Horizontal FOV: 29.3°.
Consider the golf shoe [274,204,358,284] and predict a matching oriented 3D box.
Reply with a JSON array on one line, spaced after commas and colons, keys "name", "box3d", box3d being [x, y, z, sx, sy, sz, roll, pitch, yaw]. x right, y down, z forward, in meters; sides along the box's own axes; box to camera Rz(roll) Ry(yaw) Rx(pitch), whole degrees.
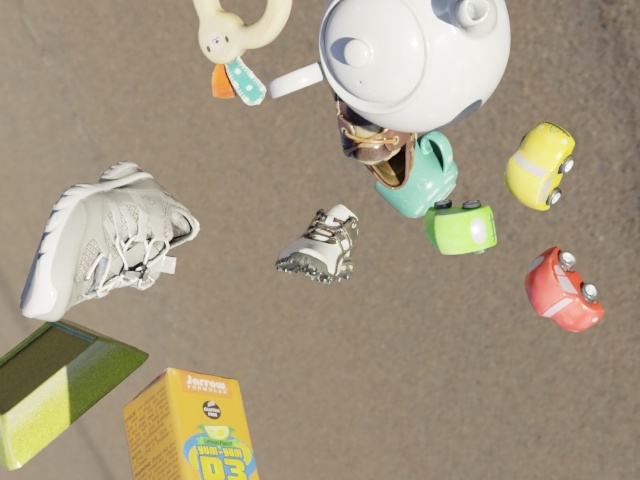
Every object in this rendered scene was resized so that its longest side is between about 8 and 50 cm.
[{"name": "golf shoe", "box3d": [0.000, 0.000, 1.455, 0.077, 0.198, 0.094, 17, 95, 9]}]

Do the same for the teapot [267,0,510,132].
[{"name": "teapot", "box3d": [0.085, -0.234, 1.459, 0.252, 0.187, 0.256, 35, 126, 22]}]

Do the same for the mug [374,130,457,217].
[{"name": "mug", "box3d": [0.169, -0.103, 2.056, 0.097, 0.129, 0.158, 45, 173, 7]}]

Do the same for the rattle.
[{"name": "rattle", "box3d": [-0.111, -0.226, 1.311, 0.130, 0.143, 0.200, 24, 117, 5]}]

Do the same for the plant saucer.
[{"name": "plant saucer", "box3d": [-0.307, 0.151, 1.337, 0.188, 0.188, 0.045, 11, 136, 54]}]

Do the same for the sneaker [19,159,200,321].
[{"name": "sneaker", "box3d": [-0.193, 0.002, 1.180, 0.115, 0.281, 0.105, 27, 118, 2]}]

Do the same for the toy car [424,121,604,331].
[{"name": "toy car", "box3d": [0.197, -0.009, 1.382, 0.225, 0.053, 0.239, 1, 108, 45]}]

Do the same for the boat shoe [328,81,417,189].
[{"name": "boat shoe", "box3d": [0.083, -0.168, 1.785, 0.123, 0.123, 0.342, -4, 160, 8]}]

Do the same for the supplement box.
[{"name": "supplement box", "box3d": [-0.094, 0.220, 0.982, 0.080, 0.078, 0.233, -46, 47, 33]}]
